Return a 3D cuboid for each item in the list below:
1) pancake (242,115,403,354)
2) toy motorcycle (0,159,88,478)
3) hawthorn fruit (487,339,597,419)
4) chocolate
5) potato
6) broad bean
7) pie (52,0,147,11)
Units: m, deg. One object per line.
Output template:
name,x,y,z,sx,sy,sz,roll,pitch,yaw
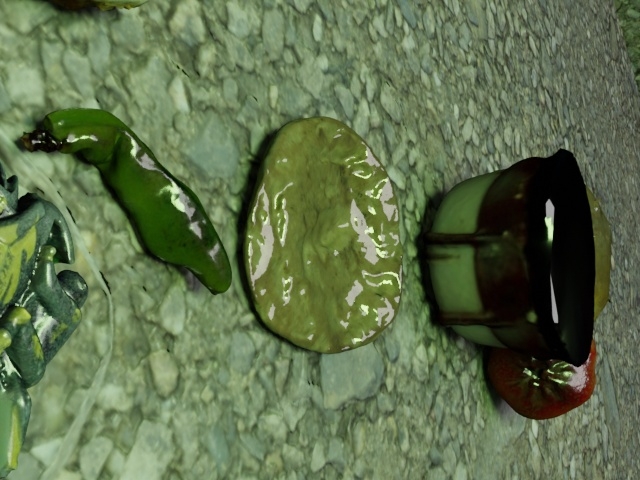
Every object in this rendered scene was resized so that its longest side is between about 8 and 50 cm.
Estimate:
pancake,0.000,0.000,0.744,0.242,0.050,0.241,9,77,-46
toy motorcycle,-0.189,0.039,0.438,0.124,0.061,0.193,24,62,-55
hawthorn fruit,0.333,0.172,1.112,0.194,0.157,0.157,-28,106,-61
chocolate,0.243,0.028,0.976,0.284,0.186,0.283,17,71,-60
potato,0.432,0.020,1.305,0.191,0.141,0.296,-48,125,-46
broad bean,-0.130,-0.034,0.555,0.195,0.046,0.061,44,60,-37
pie,-0.170,-0.300,0.516,0.308,0.086,0.308,16,71,-55
